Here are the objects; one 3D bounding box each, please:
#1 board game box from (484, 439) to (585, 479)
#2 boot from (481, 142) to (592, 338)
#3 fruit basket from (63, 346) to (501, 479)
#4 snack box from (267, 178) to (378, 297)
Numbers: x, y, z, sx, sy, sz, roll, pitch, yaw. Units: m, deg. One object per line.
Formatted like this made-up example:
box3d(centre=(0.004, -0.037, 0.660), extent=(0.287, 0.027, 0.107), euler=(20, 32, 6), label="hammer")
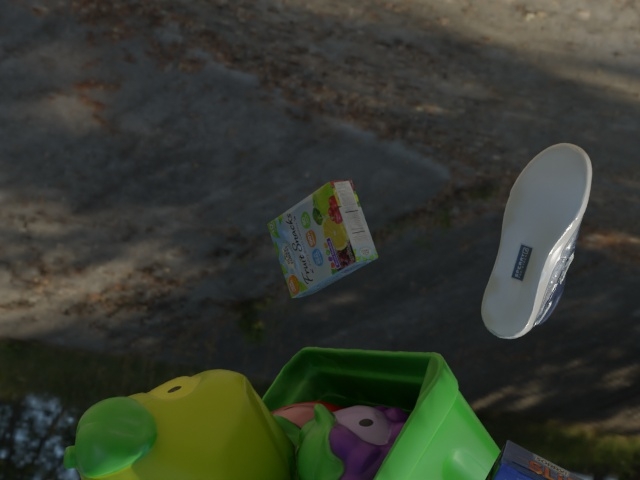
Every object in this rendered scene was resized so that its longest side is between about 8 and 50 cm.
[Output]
box3d(centre=(0.182, 0.238, 0.678), extent=(0.201, 0.136, 0.035), euler=(28, -159, 9), label="board game box")
box3d(centre=(0.208, -0.002, 0.963), extent=(0.069, 0.190, 0.086), euler=(29, -161, 26), label="boot")
box3d(centre=(-0.046, 0.211, 1.032), extent=(0.392, 0.283, 0.392), euler=(31, 162, 11), label="fruit basket")
box3d(centre=(0.000, 0.000, 1.222), extent=(0.037, 0.100, 0.141), euler=(-9, 166, -37), label="snack box")
